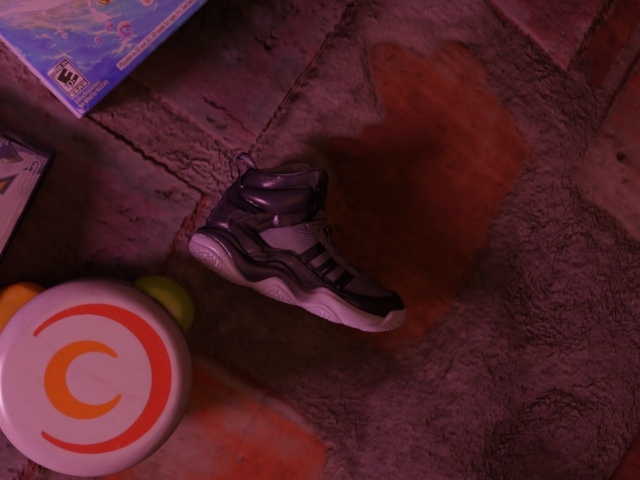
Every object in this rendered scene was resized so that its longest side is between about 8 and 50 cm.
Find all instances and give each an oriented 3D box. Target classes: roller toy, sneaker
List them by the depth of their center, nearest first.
[{"bbox_3d":[-0.234,0.133,0.845,0.209,0.146,0.191,-3,91,-13],"label":"roller toy"},{"bbox_3d":[0.000,0.000,0.928,0.269,0.101,0.153,22,93,-19],"label":"sneaker"}]

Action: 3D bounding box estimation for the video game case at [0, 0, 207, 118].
[{"bbox_3d":[-0.232,-0.302,0.823,0.269,0.061,0.244,-46,109,-7],"label":"video game case"}]

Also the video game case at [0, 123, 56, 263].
[{"bbox_3d":[-0.429,-0.021,0.786,0.248,0.035,0.274,27,78,-21],"label":"video game case"}]
